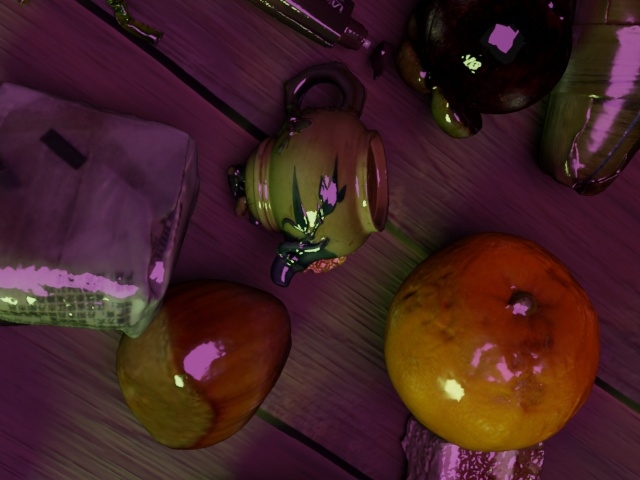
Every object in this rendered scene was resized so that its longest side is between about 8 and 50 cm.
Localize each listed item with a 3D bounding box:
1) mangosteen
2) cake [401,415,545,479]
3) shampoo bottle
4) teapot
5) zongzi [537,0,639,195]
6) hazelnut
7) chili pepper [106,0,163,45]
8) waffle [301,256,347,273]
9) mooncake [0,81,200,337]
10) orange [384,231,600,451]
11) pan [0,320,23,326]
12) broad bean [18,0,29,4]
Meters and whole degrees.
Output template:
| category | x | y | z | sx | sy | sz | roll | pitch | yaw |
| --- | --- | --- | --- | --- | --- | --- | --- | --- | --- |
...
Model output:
| category | x | y | z | sx | sy | sz | roll | pitch | yaw |
| --- | --- | --- | --- | --- | --- | --- | --- | --- | --- |
| mangosteen | 0.193 | -0.236 | 1.296 | 0.210 | 0.210 | 0.210 | -3 | 101 | -15 |
| cake | 0.191 | 0.296 | 1.421 | 0.147 | 0.134 | 0.135 | 2 | 98 | -22 |
| shampoo bottle | -0.018 | -0.272 | 1.289 | 0.236 | 0.067 | 0.068 | 28 | 83 | -18 |
| teapot | -0.019 | -0.078 | 1.291 | 0.182 | 0.173 | 0.269 | -3 | 76 | 16 |
| zongzi | 0.432 | -0.191 | 1.396 | 0.300 | 0.138 | 0.286 | 4 | 102 | -18 |
| hazelnut | -0.136 | 0.131 | 1.286 | 0.186 | 0.210 | 0.210 | 17 | 96 | 6 |
| chili pepper | -0.216 | -0.253 | 1.264 | 0.027 | 0.022 | 0.083 | -37 | 112 | 29 |
| waffle | -0.002 | 0.000 | 1.372 | 0.078 | 0.016 | 0.085 | -34 | 107 | -7 |
| mooncake | -0.268 | -0.023 | 1.201 | 0.254 | 0.136 | 0.250 | 13 | 67 | -10 |
| orange | 0.204 | 0.124 | 1.328 | 0.261 | 0.261 | 0.261 | -3 | 101 | -15 |
| pan | -0.319 | 0.038 | 1.274 | 0.202 | 0.048 | 0.128 | -2 | 100 | -16 |
| broad bean | -0.413 | -0.341 | 1.178 | 0.254 | 0.046 | 0.065 | 28 | 105 | -19 |
